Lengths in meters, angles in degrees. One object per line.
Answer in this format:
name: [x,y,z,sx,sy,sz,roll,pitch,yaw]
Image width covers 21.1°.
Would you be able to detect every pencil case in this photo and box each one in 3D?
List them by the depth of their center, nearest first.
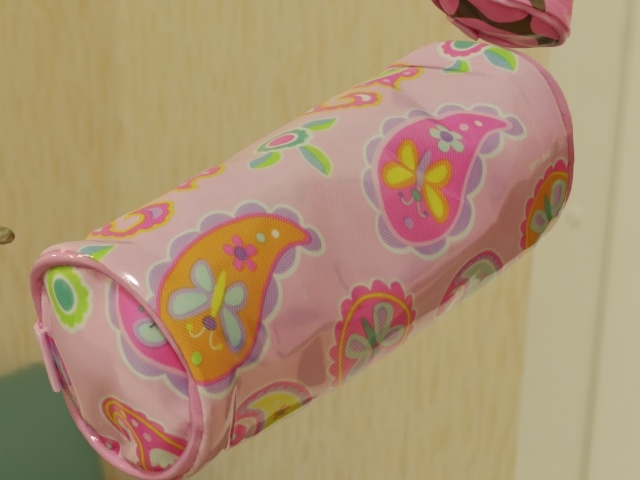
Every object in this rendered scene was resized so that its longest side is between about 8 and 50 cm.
pencil case: [0.000,0.000,0.809,0.124,0.124,0.284,22,40,37]
pencil case: [0.121,-0.214,0.992,0.095,0.209,0.098,26,-17,-37]

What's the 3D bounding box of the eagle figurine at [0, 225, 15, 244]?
eagle figurine: [-0.333,0.084,0.871,0.226,0.225,0.298,-32,21,47]
